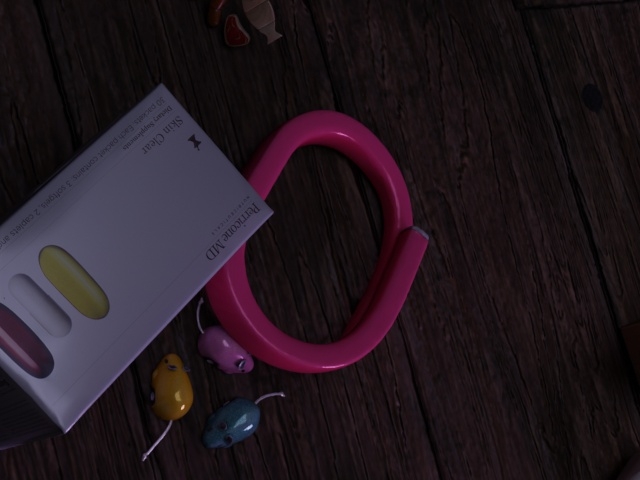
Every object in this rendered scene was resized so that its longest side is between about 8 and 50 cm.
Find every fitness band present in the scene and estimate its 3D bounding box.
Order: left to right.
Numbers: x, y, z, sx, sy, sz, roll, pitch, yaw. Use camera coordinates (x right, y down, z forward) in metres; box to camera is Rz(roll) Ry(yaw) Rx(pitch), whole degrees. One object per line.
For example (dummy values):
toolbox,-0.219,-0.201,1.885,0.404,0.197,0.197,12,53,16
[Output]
fitness band,0.000,0.000,1.205,0.209,0.054,0.291,40,54,-19

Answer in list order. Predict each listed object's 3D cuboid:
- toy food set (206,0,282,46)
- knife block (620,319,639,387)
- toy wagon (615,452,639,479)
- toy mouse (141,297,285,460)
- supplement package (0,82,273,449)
toy food set,-0.095,-0.251,1.227,0.078,0.019,0.122,-20,104,9
knife block,0.483,0.106,1.376,0.275,0.242,0.088,-15,86,-34
toy wagon,0.422,0.415,1.361,0.267,0.068,0.344,7,74,-30
toy mouse,-0.089,0.138,1.139,0.143,0.031,0.161,15,70,-28
supplement package,-0.206,0.028,0.993,0.145,0.204,0.262,49,57,-12
